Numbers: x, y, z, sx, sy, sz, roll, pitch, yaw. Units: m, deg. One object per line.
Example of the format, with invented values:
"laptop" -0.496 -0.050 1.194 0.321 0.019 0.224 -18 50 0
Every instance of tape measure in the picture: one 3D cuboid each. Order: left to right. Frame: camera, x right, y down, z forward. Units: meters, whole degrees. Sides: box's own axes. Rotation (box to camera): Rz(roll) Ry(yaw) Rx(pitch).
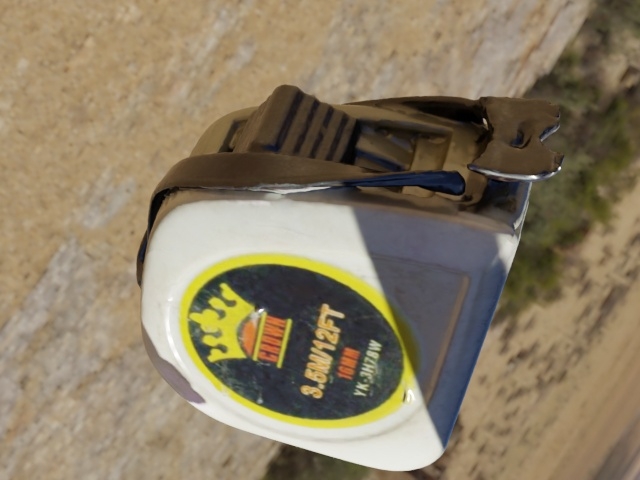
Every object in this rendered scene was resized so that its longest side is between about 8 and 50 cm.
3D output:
"tape measure" 0.000 0.000 0.775 0.271 0.231 0.133 103 6 -47
